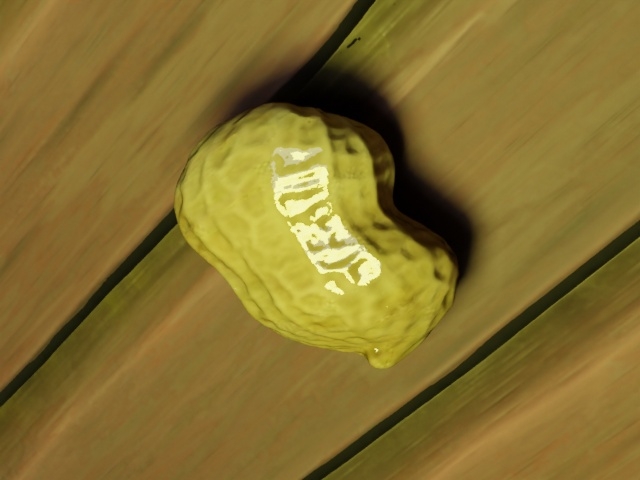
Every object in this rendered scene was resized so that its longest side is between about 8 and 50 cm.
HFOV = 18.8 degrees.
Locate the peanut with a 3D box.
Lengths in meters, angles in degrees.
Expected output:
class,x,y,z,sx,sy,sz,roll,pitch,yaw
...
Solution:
class,x,y,z,sx,sy,sz,roll,pitch,yaw
peanut,0.000,0.000,1.469,0.197,0.110,0.233,-28,101,43
